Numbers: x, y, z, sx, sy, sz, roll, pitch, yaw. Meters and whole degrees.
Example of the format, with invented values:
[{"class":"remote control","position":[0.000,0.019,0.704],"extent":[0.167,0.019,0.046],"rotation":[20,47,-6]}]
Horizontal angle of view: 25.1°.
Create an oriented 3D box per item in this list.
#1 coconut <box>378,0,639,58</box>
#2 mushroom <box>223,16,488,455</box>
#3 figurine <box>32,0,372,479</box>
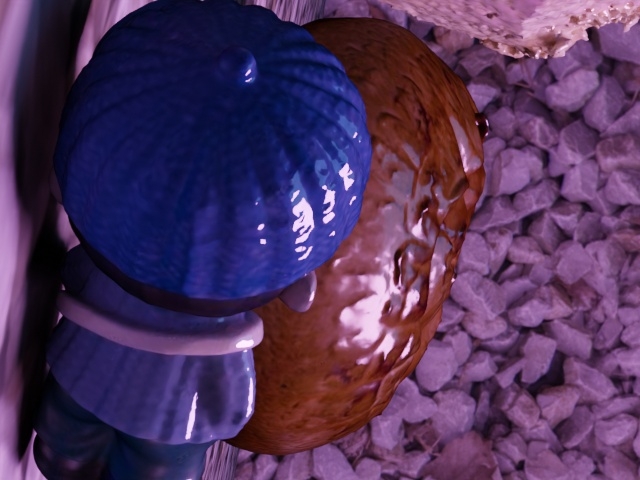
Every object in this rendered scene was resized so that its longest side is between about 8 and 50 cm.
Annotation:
[{"class":"coconut","position":[0.126,-0.267,0.821],"extent":[0.309,0.297,0.297],"rotation":[93,8,-78]},{"class":"mushroom","position":[0.000,0.000,0.780],"extent":[0.253,0.153,0.253],"rotation":[20,90,-86]},{"class":"figurine","position":[-0.040,0.005,0.367],"extent":[0.087,0.086,0.149],"rotation":[-34,152,-56]}]
